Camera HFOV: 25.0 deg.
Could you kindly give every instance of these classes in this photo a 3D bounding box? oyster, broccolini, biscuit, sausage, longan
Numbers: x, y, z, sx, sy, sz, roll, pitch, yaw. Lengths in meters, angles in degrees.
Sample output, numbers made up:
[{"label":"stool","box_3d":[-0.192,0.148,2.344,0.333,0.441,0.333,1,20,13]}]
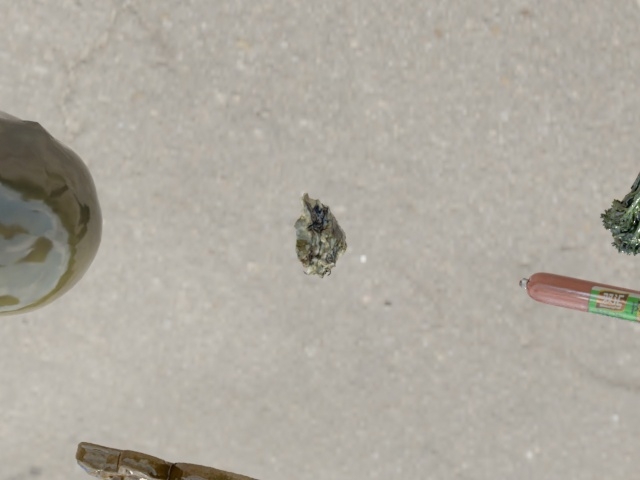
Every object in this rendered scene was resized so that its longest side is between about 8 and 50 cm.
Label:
[{"label":"oyster","box_3d":[0.004,-0.004,1.802,0.051,0.103,0.148,-7,175,10]},{"label":"broccolini","box_3d":[0.388,-0.068,1.776,0.058,0.074,0.201,-24,141,-20]},{"label":"biscuit","box_3d":[-0.103,0.190,1.117,0.175,0.026,0.124,12,163,5]},{"label":"sausage","box_3d":[0.283,0.059,1.265,0.223,0.029,0.029,11,142,16]},{"label":"longan","box_3d":[-0.426,-0.040,1.670,0.350,0.288,0.288,14,139,-20]}]
